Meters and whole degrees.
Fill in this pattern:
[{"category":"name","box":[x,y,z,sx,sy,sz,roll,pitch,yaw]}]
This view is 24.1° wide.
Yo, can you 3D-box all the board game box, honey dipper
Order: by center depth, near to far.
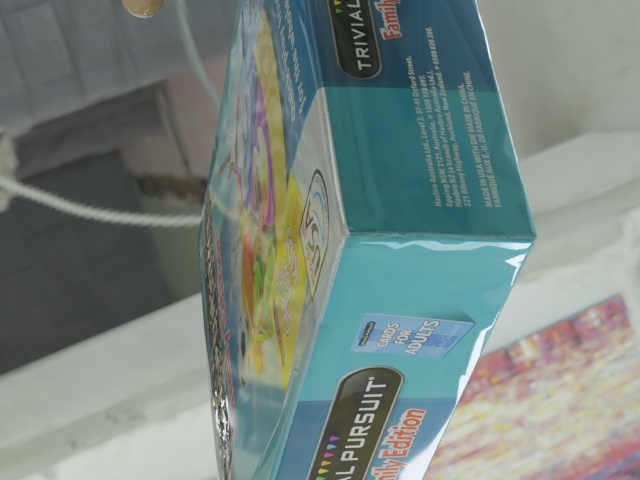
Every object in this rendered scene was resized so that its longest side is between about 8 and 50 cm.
[{"category":"honey dipper","box":[-0.067,-0.122,0.673,0.160,0.030,0.030,-84,159,-73]},{"category":"board game box","box":[0.000,0.000,0.739,0.336,0.079,0.254,106,-19,-51]}]
